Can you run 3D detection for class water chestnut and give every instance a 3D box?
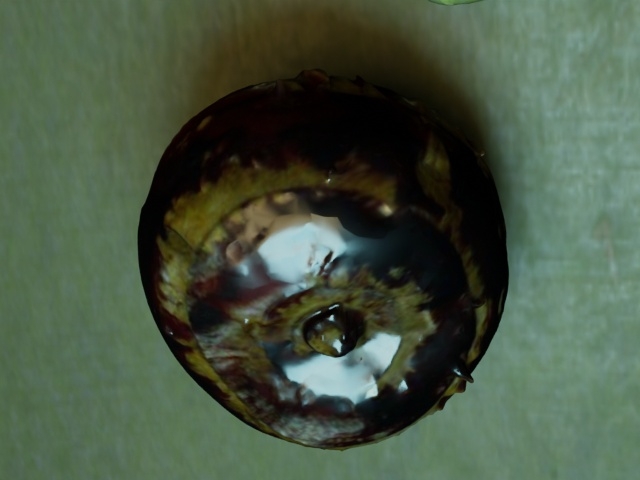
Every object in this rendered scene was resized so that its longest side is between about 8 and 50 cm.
[{"bbox_3d":[0.000,0.000,1.063,0.300,0.300,0.300,6,113,15],"label":"water chestnut"}]

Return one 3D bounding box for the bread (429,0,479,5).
[{"bbox_3d":[0.101,-0.237,0.996,0.111,0.129,0.114,13,127,54],"label":"bread"}]
